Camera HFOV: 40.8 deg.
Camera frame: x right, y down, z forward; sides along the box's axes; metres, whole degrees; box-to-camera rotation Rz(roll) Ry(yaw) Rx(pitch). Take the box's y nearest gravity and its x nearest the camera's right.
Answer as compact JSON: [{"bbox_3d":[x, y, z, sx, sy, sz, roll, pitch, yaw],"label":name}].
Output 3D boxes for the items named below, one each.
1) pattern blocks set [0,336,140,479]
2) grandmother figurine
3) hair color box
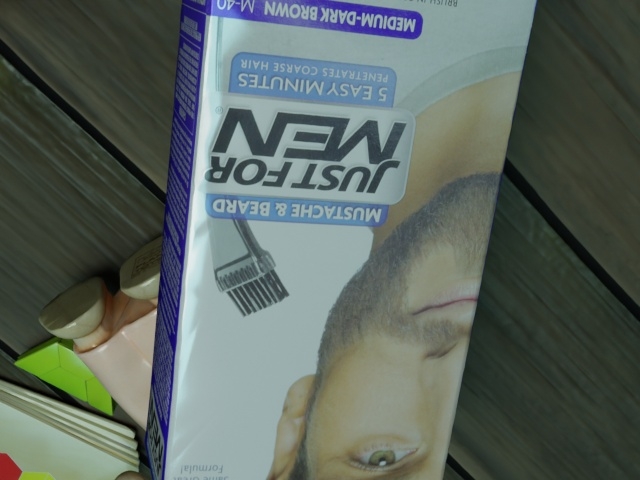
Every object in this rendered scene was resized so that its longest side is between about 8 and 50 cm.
[{"bbox_3d":[-0.259,0.193,0.742,0.325,0.026,0.285,37,113,-12],"label":"pattern blocks set"},{"bbox_3d":[-0.057,0.157,0.673,0.208,0.104,0.342,-25,113,12],"label":"grandmother figurine"},{"bbox_3d":[0.000,0.000,0.529,0.185,0.110,0.339,2,109,-18],"label":"hair color box"}]
